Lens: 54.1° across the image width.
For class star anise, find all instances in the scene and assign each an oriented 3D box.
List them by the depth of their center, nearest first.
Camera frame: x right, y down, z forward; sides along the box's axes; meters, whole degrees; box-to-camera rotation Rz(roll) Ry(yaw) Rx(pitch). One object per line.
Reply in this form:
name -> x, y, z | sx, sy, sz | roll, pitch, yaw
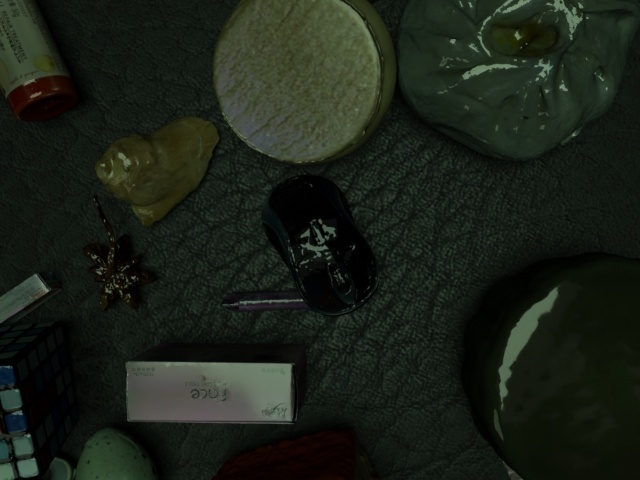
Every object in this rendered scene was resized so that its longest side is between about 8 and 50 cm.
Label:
star anise -> -0.331, 0.022, 0.999 | 0.097, 0.070, 0.190 | -20, 87, 6

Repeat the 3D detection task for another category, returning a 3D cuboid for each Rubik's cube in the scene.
Rubik's cube -> -0.489, 0.241, 0.930 | 0.184, 0.187, 0.182 | -7, 101, -2

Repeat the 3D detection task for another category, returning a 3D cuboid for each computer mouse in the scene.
computer mouse -> 0.000, 0.000, 0.952 | 0.137, 0.096, 0.233 | -30, 79, -1

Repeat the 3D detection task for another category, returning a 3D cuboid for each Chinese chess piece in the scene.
Chinese chess piece -> -0.024, -0.245, 0.920 | 0.270, 0.112, 0.270 | 4, 108, 12

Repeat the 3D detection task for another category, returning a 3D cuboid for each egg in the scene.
egg -> -0.321, 0.375, 0.974 | 0.131, 0.131, 0.164 | -24, 76, 3

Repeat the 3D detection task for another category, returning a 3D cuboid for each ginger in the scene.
ginger -> -0.255, -0.134, 0.972 | 0.193, 0.122, 0.115 | -46, 68, -3

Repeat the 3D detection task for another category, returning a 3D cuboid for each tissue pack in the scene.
tissue pack -> -0.148, 0.212, 0.952 | 0.246, 0.148, 0.092 | -1, 92, 5

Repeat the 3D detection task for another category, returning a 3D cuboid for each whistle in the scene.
whistle -> -0.071, 0.097, 1.001 | 0.176, 0.033, 0.033 | -2, 91, 3

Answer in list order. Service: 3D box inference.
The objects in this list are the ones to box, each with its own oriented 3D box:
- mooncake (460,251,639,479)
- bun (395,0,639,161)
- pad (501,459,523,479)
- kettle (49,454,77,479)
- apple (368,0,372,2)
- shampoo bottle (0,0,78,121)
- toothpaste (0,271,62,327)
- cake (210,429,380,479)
mooncake -> 0.387, 0.191, 0.899 | 0.356, 0.194, 0.356 | 0, 93, 0
bun -> 0.282, -0.293, 0.895 | 0.354, 0.194, 0.354 | 0, 92, 3
pad -> 0.368, 0.387, 0.995 | 0.113, 0.006, 0.187 | -27, 88, 4
kettle -> -0.527, 0.424, 0.992 | 0.243, 0.160, 0.210 | 10, 63, -4
apple -> -0.002, -0.503, 0.924 | 0.293, 0.163, 0.251 | 36, 91, 4
shampoo bottle -> -0.483, -0.333, 0.982 | 0.104, 0.104, 0.278 | -25, 89, 3
toothpaste -> -0.517, 0.119, 1.019 | 0.196, 0.047, 0.040 | -34, 86, 3
cake -> -0.019, 0.466, 0.885 | 0.270, 0.269, 0.319 | -20, 91, 4
